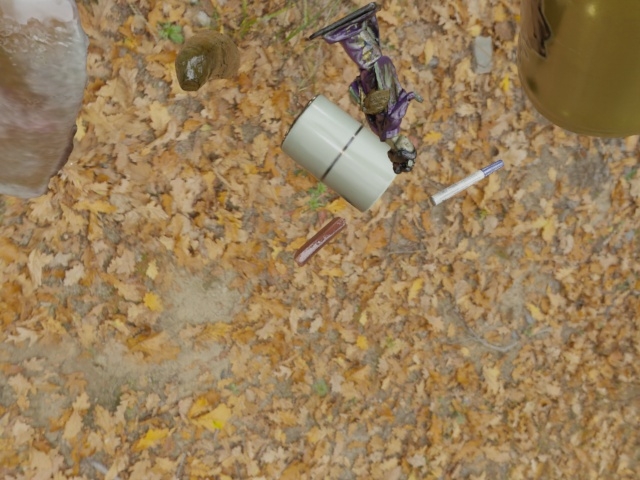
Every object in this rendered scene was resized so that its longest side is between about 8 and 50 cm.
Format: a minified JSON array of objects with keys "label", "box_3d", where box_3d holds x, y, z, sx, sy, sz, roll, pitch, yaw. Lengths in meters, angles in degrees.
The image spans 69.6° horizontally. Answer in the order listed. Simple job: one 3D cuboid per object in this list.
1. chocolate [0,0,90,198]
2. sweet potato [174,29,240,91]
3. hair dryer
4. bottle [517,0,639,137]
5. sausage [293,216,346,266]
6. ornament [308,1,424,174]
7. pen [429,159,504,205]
[{"label":"chocolate","box_3d":[-0.290,-0.157,0.397,0.100,0.303,0.185,-25,88,-39]},{"label":"sweet potato","box_3d":[-0.159,-0.262,0.659,0.075,0.273,0.075,-1,114,-3]},{"label":"hair dryer","box_3d":[0.033,-0.158,0.954,0.203,0.362,0.128,36,89,-3]},{"label":"bottle","box_3d":[0.206,-0.201,0.270,0.351,0.171,0.172,23,87,-64]},{"label":"sausage","box_3d":[0.000,0.000,1.000,0.147,0.035,0.030,-42,127,-13]},{"label":"ornament","box_3d":[0.079,-0.181,0.561,0.203,0.081,0.088,59,26,-13]},{"label":"pen","box_3d":[0.348,-0.139,1.093,0.204,0.025,0.025,-29,111,-8]}]
